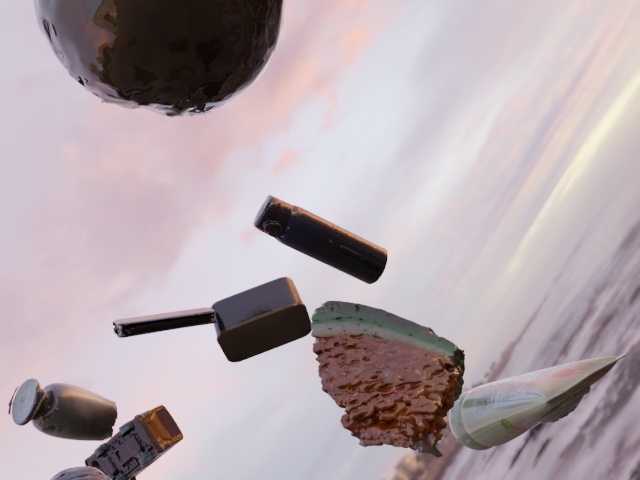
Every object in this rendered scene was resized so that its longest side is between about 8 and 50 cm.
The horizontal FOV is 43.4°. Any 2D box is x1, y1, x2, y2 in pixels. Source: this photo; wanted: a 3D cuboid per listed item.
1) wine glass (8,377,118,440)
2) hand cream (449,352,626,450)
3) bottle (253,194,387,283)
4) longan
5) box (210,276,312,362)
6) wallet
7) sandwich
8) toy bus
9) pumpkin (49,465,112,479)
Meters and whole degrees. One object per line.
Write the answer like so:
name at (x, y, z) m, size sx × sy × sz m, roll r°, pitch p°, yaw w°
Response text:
wine glass at (-0.525, 0.353, 1.659) m, size 0.204 × 0.111 × 0.111 m, roll 28°, pitch -84°, yaw -39°
hand cream at (0.289, 0.226, 1.142) m, size 0.147 × 0.093 × 0.306 m, roll -20°, pitch -16°, yaw -29°
bottle at (0.000, 0.000, 1.395) m, size 0.072 × 0.244 × 0.082 m, roll -52°, pitch 22°, yaw 32°
longan at (-0.249, -0.367, 1.260) m, size 0.391 × 0.391 × 0.391 m, roll -51°, pitch -16°, yaw -21°
box at (-0.130, 0.169, 1.736) m, size 0.201 × 0.090 × 0.144 m, roll -22°, pitch -35°, yaw -3°
wallet at (-0.309, 0.162, 1.604) m, size 0.110 × 0.198 × 0.031 m, roll 177°, pitch 87°, yaw -71°
sandwich at (0.064, 0.158, 0.887) m, size 0.109 × 0.185 × 0.160 m, roll 75°, pitch -145°, yaw -48°
toy bus at (-0.358, 0.401, 1.542) m, size 0.182 × 0.091 × 0.103 m, roll -41°, pitch -12°, yaw 26°
pumpkin at (-0.324, 0.386, 1.111) m, size 0.119 × 0.183 × 0.107 m, roll -6°, pitch -44°, yaw -35°
